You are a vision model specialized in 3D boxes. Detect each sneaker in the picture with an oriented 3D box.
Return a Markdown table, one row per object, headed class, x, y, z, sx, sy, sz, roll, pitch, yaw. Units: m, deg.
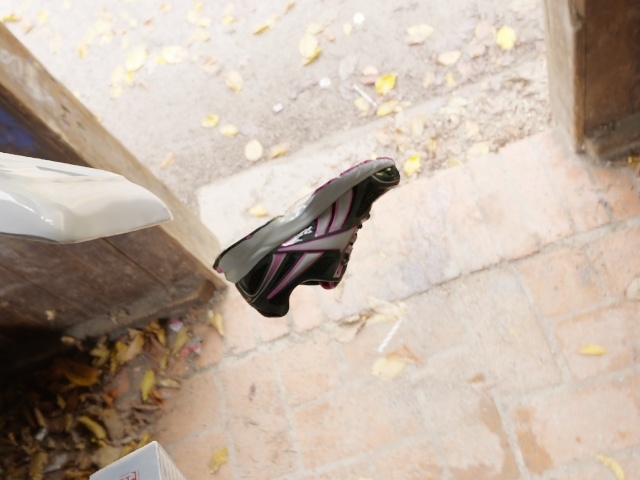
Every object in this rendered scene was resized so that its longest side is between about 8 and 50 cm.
| class | x | y | z | sx | sy | sz | roll | pitch | yaw |
| --- | --- | --- | --- | --- | --- | --- | --- | --- | --- |
| sneaker | 0.000 | 0.000 | 0.627 | 0.178 | 0.072 | 0.077 | -35 | 95 | -20 |

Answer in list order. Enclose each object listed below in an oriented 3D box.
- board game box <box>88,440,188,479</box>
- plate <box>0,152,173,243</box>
| class | x | y | z | sx | sy | sz | roll | pitch | yaw |
| --- | --- | --- | --- | --- | --- | --- | --- | --- | --- |
| board game box | -0.053 | 0.359 | 0.541 | 0.066 | 0.318 | 0.319 | -28 | 31 | -2 |
| plate | -0.289 | -0.049 | 0.642 | 0.278 | 0.277 | 0.045 | 10 | 95 | 4 |
